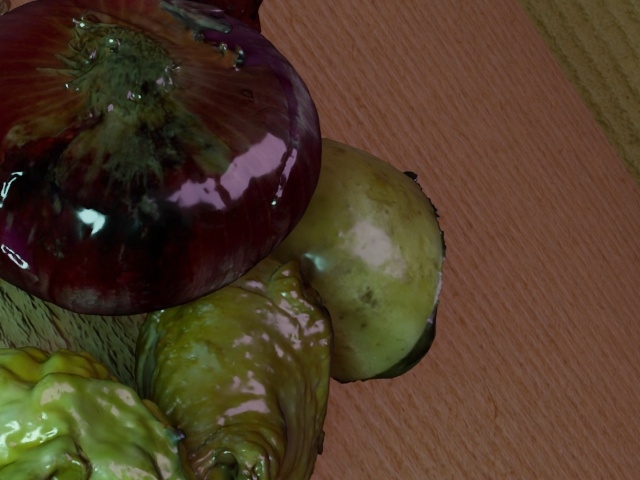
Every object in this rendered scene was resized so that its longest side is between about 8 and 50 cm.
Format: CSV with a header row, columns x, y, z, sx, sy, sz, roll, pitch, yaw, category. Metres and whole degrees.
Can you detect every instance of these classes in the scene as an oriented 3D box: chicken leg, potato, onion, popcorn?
x,y,z,sx,sy,sz,roll,pitch,yaw,category
-0.073,0.195,1.644,0.409,0.182,0.295,-90,176,-59,chicken leg
0.000,0.000,1.991,0.242,0.242,0.285,40,40,-43,potato
-0.176,-0.060,1.625,0.285,0.347,0.347,101,-12,-50,onion
-0.198,0.184,1.411,0.233,0.192,0.266,52,9,-12,popcorn

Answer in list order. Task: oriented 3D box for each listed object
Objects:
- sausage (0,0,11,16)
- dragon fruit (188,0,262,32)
x,y,z,sx,sy,sz,roll,pitch,yaw,category
-0.381,-0.255,1.623,0.304,0.078,0.078,27,43,-55,sausage
-0.168,-0.392,1.993,0.302,0.240,0.330,48,15,10,dragon fruit
